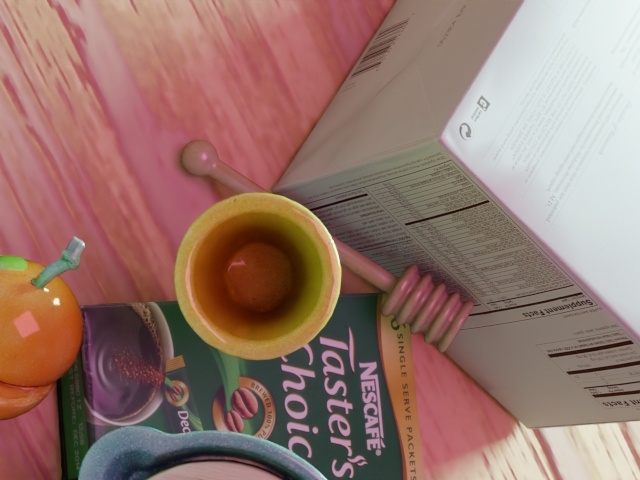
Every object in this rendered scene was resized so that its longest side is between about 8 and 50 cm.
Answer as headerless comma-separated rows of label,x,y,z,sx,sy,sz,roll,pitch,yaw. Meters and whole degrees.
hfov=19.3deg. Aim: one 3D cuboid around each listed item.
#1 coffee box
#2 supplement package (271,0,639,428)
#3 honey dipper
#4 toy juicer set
coffee box,-0.036,0.082,0.900,0.184,0.040,0.113,0,82,-33
supplement package,0.126,-0.042,0.961,0.203,0.149,0.194,43,62,-20
honey dipper,0.000,0.000,0.916,0.161,0.030,0.030,32,63,4
toy juicer set,-0.082,0.152,0.784,0.209,0.089,0.329,-6,89,-2
